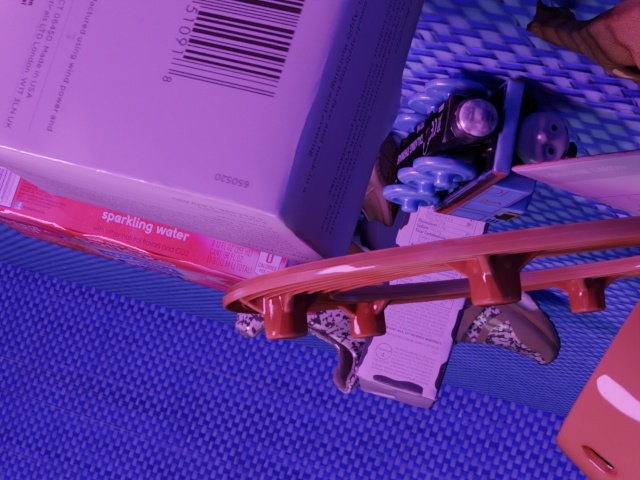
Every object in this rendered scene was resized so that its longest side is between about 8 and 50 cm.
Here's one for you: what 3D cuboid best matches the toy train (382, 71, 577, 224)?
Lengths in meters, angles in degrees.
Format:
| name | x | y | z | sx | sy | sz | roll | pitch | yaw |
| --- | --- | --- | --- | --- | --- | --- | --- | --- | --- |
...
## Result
| name | x | y | z | sx | sy | sz | roll | pitch | yaw |
| --- | --- | --- | --- | --- | --- | --- | --- | --- | --- |
| toy train | 0.107 | -0.061 | 0.970 | 0.105 | 0.080 | 0.184 | 10 | 170 | -8 |

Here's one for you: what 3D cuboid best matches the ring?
| name | x | y | z | sx | sy | sz | roll | pitch | yaw |
| --- | --- | --- | --- | --- | --- | --- | --- | --- | --- |
| ring | 0.118 | 0.021 | 0.727 | 0.336 | 0.032 | 0.336 | -6 | 174 | -1 |

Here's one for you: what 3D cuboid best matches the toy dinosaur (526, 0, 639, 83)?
| name | x | y | z | sx | sy | sz | roll | pitch | yaw |
| --- | --- | --- | --- | --- | --- | --- | --- | --- | --- |
| toy dinosaur | 0.162 | -0.099 | 0.662 | 0.112 | 0.064 | 0.211 | 22 | 170 | -15 |

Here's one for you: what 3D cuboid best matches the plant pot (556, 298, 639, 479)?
| name | x | y | z | sx | sy | sz | roll | pitch | yaw |
| --- | --- | --- | --- | --- | --- | --- | --- | --- | --- |
| plant pot | 0.335 | 0.141 | 1.185 | 0.203 | 0.291 | 0.291 | 33 | 174 | 13 |

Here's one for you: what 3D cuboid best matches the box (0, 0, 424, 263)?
| name | x | y | z | sx | sy | sz | roll | pitch | yaw |
| --- | --- | --- | --- | --- | --- | --- | --- | --- | --- |
| box | -0.058 | -0.099 | 0.703 | 0.182 | 0.181 | 0.119 | 14 | 170 | 18 |

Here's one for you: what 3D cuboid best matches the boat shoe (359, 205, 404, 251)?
| name | x | y | z | sx | sy | sz | roll | pitch | yaw |
| --- | --- | --- | --- | --- | --- | --- | --- | --- | --- |
| boat shoe | 0.073 | -0.002 | 1.444 | 0.063 | 0.066 | 0.184 | 12 | 179 | 26 |

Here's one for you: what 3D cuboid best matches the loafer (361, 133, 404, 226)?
| name | x | y | z | sx | sy | sz | roll | pitch | yaw |
| --- | --- | --- | --- | --- | --- | --- | --- | --- | --- |
| loafer | 0.042 | -0.057 | 1.191 | 0.050 | 0.056 | 0.148 | 16 | 161 | 15 |

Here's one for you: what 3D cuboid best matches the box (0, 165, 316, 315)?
| name | x | y | z | sx | sy | sz | roll | pitch | yaw |
| --- | --- | --- | --- | --- | --- | --- | --- | --- | --- |
| box | -0.134 | -0.052 | 1.239 | 0.300 | 0.154 | 0.142 | 14 | 171 | 15 |

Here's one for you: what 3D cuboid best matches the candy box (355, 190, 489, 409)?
| name | x | y | z | sx | sy | sz | roll | pitch | yaw |
| --- | --- | --- | --- | --- | --- | --- | --- | --- | --- |
| candy box | 0.090 | 0.035 | 1.178 | 0.070 | 0.196 | 0.165 | 16 | 171 | 5 |

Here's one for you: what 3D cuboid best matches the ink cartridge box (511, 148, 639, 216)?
| name | x | y | z | sx | sy | sz | roll | pitch | yaw |
| --- | --- | --- | --- | --- | --- | --- | --- | --- | --- |
| ink cartridge box | 0.297 | -0.032 | 0.790 | 0.261 | 0.066 | 0.296 | 22 | 170 | -24 |

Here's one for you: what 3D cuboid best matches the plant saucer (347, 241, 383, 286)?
| name | x | y | z | sx | sy | sz | roll | pitch | yaw |
| --- | --- | --- | --- | --- | --- | --- | --- | --- | --- |
| plant saucer | 0.000 | 0.000 | 1.425 | 0.200 | 0.037 | 0.200 | 39 | 179 | 1 |

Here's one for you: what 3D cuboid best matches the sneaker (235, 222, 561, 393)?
| name | x | y | z | sx | sy | sz | roll | pitch | yaw |
| --- | --- | --- | --- | --- | --- | --- | --- | --- | --- |
| sneaker | 0.076 | 0.096 | 1.619 | 0.410 | 0.182 | 0.158 | 20 | 171 | -12 |
